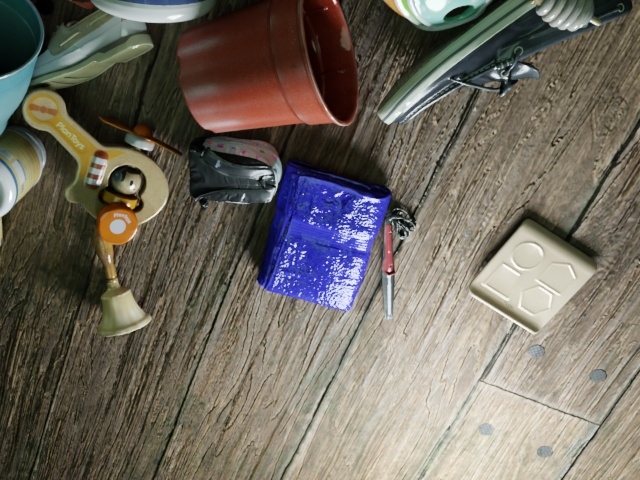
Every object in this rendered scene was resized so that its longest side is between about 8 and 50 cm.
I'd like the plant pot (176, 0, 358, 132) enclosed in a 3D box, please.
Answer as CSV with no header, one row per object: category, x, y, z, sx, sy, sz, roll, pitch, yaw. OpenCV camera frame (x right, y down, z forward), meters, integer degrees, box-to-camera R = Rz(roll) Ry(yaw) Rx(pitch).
plant pot,-0.101,-0.320,1.569,0.265,0.272,0.272,-8,117,21

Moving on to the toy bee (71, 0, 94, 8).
toy bee,-0.517,-0.522,1.522,0.195,0.298,0.162,35,113,24

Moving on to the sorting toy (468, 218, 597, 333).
sorting toy,0.448,0.076,1.825,0.193,0.038,0.208,31,113,-10

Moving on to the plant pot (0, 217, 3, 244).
plant pot,-0.806,-0.034,1.824,0.207,0.227,0.228,8,121,-3

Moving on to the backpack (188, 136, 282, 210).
backpack,-0.170,-0.144,1.741,0.181,0.115,0.152,6,130,3

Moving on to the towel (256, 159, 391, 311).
towel,0.000,0.000,1.816,0.227,0.076,0.308,17,119,-1

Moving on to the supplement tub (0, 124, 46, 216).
supplement tub,-0.657,-0.144,1.754,0.144,0.200,0.144,3,118,6

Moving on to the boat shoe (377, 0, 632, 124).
boat shoe,0.325,-0.339,1.537,0.500,0.187,0.156,-32,104,16

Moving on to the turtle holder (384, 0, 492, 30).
turtle holder,0.227,-0.503,1.457,0.320,0.243,0.227,-35,133,-19

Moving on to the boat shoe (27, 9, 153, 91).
boat shoe,-0.466,-0.374,1.669,0.302,0.113,0.103,-17,92,19

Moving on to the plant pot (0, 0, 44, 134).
plant pot,-0.665,-0.315,1.588,0.271,0.272,0.255,26,142,-7

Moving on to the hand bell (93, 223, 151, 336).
hand bell,-0.468,0.079,1.918,0.126,0.126,0.242,-8,105,11

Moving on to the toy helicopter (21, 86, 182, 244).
toy helicopter,-0.445,-0.181,1.738,0.235,0.140,0.355,-42,119,1

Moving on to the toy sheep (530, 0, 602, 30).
toy sheep,0.399,-0.384,1.388,0.132,0.091,0.091,23,118,-4

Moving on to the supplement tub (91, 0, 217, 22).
supplement tub,-0.283,-0.559,1.453,0.235,0.235,0.325,9,123,3

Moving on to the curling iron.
curling iron,0.159,0.057,1.849,0.068,0.035,0.274,7,118,4
